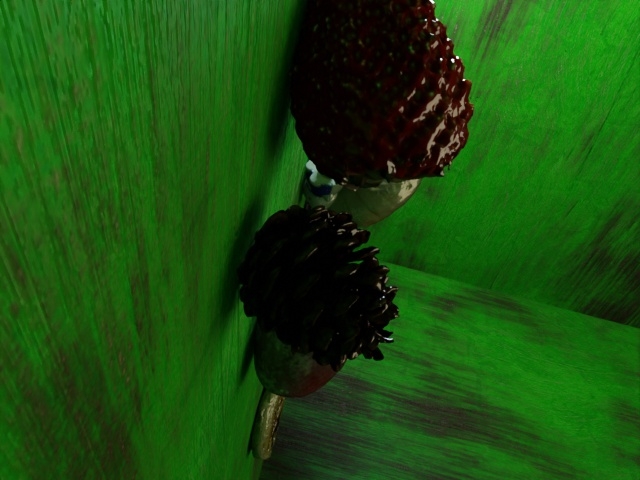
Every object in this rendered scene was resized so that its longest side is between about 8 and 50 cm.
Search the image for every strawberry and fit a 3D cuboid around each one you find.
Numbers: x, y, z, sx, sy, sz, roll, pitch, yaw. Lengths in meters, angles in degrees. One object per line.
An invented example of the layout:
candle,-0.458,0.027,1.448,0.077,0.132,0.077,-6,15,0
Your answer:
strawberry,0.065,-0.251,0.787,0.312,0.267,0.352,17,-55,67

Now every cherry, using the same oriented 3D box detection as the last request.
cherry,-0.032,0.202,1.113,0.212,0.236,0.286,4,-116,51

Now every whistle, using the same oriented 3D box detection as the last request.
whistle,0.006,-0.149,1.254,0.244,0.091,0.110,109,-31,-60

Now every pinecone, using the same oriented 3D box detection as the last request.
pinecone,-0.002,0.063,0.755,0.224,0.272,0.224,-33,147,-25

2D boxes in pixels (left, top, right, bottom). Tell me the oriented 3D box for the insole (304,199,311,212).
insole,-0.051,-0.031,1.573,0.310,0.012,0.110,101,6,-52

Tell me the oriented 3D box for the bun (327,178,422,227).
bun,0.134,-0.222,1.531,0.365,0.219,0.366,-29,-139,28

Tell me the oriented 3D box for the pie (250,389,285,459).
pie,-0.170,0.596,1.781,0.339,0.077,0.340,15,90,-87
